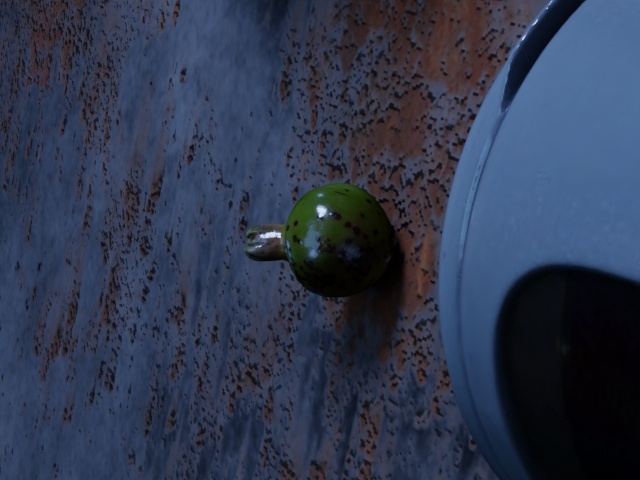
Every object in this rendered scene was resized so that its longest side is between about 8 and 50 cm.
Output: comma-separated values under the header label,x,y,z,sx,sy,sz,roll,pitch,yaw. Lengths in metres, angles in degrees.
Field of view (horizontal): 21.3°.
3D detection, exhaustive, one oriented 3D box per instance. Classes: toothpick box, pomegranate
label,x,y,z,sx,sy,sz,roll,pitch,yaw
toothpick box,0.227,0.024,0.479,0.354,0.263,0.263,23,106,58
pomegranate,0.001,0.000,1.015,0.073,0.084,0.073,179,90,-70
